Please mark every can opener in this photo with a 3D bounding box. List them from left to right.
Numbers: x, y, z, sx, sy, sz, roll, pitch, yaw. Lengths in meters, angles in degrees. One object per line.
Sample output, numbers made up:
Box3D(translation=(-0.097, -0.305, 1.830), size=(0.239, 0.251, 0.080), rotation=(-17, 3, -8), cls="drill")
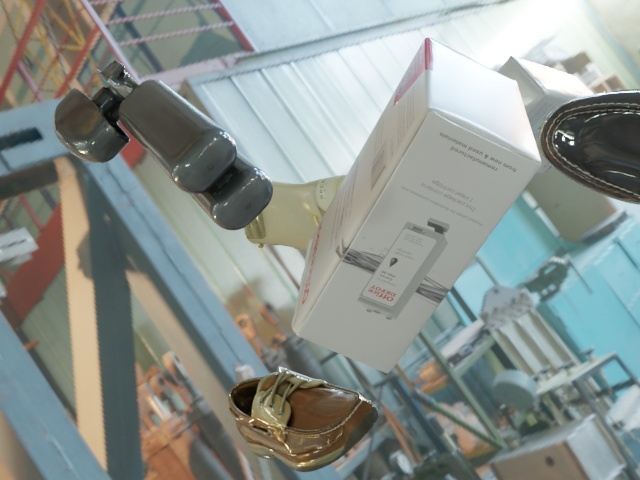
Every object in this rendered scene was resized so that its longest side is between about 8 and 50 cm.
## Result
Box3D(translation=(-0.124, -0.071, 0.561), size=(0.093, 0.074, 0.280), rotation=(-49, 36, -6), cls="can opener")

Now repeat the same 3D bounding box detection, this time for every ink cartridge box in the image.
Box3D(translation=(0.089, -0.037, 0.781), size=(0.207, 0.117, 0.283), rotation=(-79, 16, -57), cls="ink cartridge box")
Box3D(translation=(0.327, -0.190, 1.185), size=(0.212, 0.093, 0.154), rotation=(0, -41, -45), cls="ink cartridge box")

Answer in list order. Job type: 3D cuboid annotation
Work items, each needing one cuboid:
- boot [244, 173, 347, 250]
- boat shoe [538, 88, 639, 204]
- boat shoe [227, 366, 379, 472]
Box3D(translation=(0.000, 0.000, 1.149), size=(0.203, 0.262, 0.095), rotation=(2, 53, 27), cls="boot")
Box3D(translation=(0.229, -0.046, 0.441), size=(0.065, 0.206, 0.075), rotation=(-13, -61, -65), cls="boat shoe")
Box3D(translation=(-0.048, 0.250, 1.091), size=(0.122, 0.120, 0.324), rotation=(-44, 13, -33), cls="boat shoe")
